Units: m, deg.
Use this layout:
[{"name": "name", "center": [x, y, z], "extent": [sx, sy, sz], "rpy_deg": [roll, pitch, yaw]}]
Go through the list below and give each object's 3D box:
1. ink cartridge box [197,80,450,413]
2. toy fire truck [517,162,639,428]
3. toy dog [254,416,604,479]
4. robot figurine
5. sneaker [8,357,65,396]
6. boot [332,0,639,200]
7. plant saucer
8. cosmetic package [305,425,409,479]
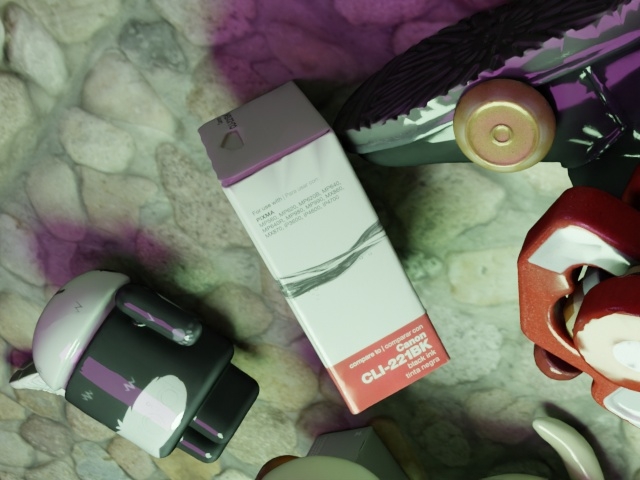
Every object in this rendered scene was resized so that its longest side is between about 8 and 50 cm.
[{"name": "ink cartridge box", "center": [0.000, 0.000, 1.126], "extent": [0.114, 0.197, 0.273], "rpy_deg": [-30, 114, 0]}, {"name": "toy fire truck", "center": [0.287, 0.085, 0.911], "extent": [0.302, 0.169, 0.254], "rpy_deg": [29, 147, 0]}, {"name": "toy dog", "center": [0.106, 0.368, 1.236], "extent": [0.407, 0.284, 0.395], "rpy_deg": [16, 104, -15]}, {"name": "robot figurine", "center": [-0.216, 0.152, 1.407], "extent": [0.278, 0.173, 0.209], "rpy_deg": [32, 100, 2]}, {"name": "sneaker", "center": [-0.379, 0.196, 1.612], "extent": [0.152, 0.054, 0.061], "rpy_deg": [-13, 121, 36]}, {"name": "boot", "center": [0.266, -0.006, 1.040], "extent": [0.367, 0.146, 0.445], "rpy_deg": [-18, 120, 40]}, {"name": "plant saucer", "center": [0.146, -0.088, 0.918], "extent": [0.083, 0.015, 0.083], "rpy_deg": [8, 123, 13]}, {"name": "cosmetic package", "center": [0.067, 0.365, 1.453], "extent": [0.107, 0.127, 0.238], "rpy_deg": [-20, 112, 38]}]
